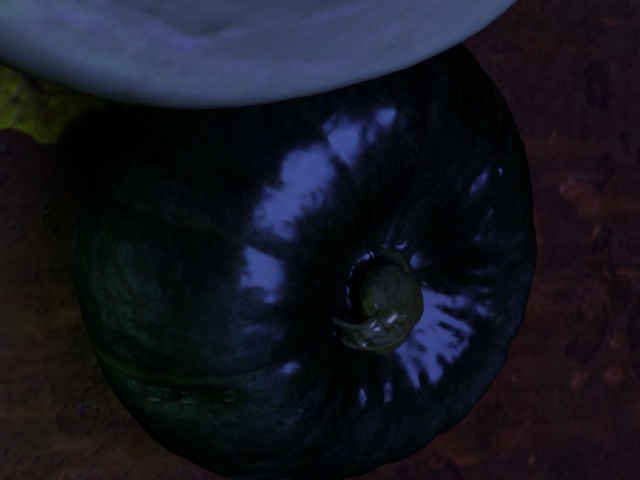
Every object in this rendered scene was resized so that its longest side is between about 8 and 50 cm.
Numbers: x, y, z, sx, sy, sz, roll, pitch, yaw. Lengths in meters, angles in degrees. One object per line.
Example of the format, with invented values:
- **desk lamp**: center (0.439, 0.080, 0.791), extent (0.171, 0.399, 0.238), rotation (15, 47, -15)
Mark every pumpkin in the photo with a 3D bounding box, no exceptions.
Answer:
- **pumpkin**: center (0.000, 0.000, 1.083), extent (0.300, 0.207, 0.300), rotation (-12, 111, -31)

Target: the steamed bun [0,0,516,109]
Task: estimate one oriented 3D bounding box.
- **steamed bun**: center (-0.121, -0.239, 0.875), extent (0.456, 0.371, 0.290), rotation (16, 102, -37)
